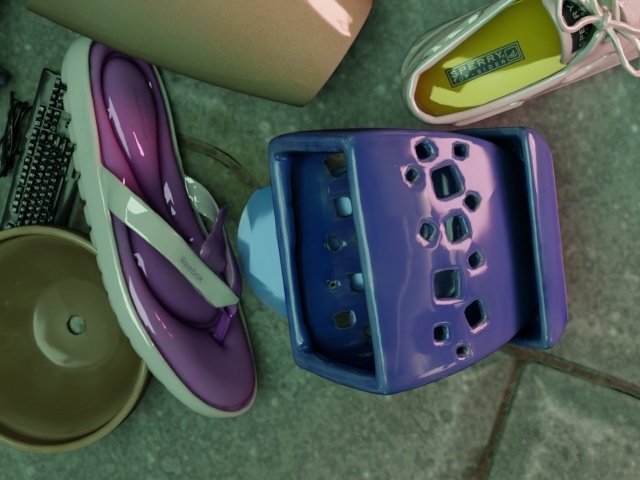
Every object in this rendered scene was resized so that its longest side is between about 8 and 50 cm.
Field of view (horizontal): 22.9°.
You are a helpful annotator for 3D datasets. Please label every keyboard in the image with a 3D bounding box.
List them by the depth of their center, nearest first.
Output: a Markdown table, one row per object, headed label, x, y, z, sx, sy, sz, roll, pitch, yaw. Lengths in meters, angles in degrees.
| label | x | y | z | sx | sy | sz | roll | pitch | yaw |
| --- | --- | --- | --- | --- | --- | --- | --- | --- | --- |
| keyboard | -0.303 | -0.085 | 1.673 | 0.100 | 0.038 | 0.192 | 19 | 100 | 11 |

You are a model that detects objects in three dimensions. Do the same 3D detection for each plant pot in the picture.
| label | x | y | z | sx | sy | sz | roll | pitch | yaw |
| --- | --- | --- | --- | --- | --- | --- | --- | --- | --- |
| plant pot | 0.094 | 0.003 | 1.474 | 0.212 | 0.236 | 0.236 | -9 | 95 | -19 |
| plant pot | -0.096 | -0.255 | 1.515 | 0.274 | 0.256 | 0.256 | 32 | 104 | -10 |
| plant pot | -0.275 | 0.095 | 1.650 | 0.237 | 0.110 | 0.237 | 2 | 98 | 13 |

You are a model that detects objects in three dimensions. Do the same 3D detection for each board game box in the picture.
| label | x | y | z | sx | sy | sz | roll | pitch | yaw |
| --- | --- | --- | --- | --- | --- | --- | --- | --- | --- |
| board game box | 0.000 | 0.000 | 1.612 | 0.168 | 0.033 | 0.133 | -14 | 92 | 8 |

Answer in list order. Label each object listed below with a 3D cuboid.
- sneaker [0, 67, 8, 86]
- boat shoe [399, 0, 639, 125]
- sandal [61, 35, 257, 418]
| label | x | y | z | sx | sy | sz | roll | pitch | yaw |
| --- | --- | --- | --- | --- | --- | --- | --- | --- | --- |
| sneaker | -0.392 | -0.154 | 1.650 | 0.125 | 0.104 | 0.262 | 5 | 114 | -10 |
| boat shoe | 0.236 | -0.206 | 1.452 | 0.367 | 0.156 | 0.136 | -23 | 102 | 12 |
| sandal | -0.148 | -0.021 | 1.566 | 0.102 | 0.169 | 0.416 | -22 | 90 | 36 |
